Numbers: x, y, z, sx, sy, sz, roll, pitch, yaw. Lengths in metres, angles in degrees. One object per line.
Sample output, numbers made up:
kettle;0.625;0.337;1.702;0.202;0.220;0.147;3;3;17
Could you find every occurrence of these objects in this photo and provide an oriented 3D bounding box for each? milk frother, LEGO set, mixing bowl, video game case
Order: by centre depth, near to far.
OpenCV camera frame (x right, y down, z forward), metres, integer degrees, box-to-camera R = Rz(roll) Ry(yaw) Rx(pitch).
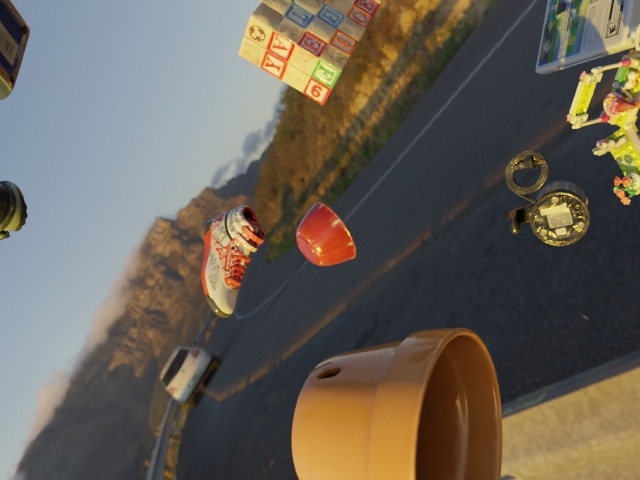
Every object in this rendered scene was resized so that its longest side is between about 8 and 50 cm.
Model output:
LEGO set;0.414;-0.143;0.759;0.132;0.107;0.287;28;131;60
milk frother;0.368;-0.078;0.905;0.134;0.129;0.143;-31;-57;-63
video game case;0.583;-0.546;1.187;0.300;0.036;0.329;-150;67;-77
mixing bowl;0.000;0.000;1.483;0.098;0.181;0.181;-35;-1;-17

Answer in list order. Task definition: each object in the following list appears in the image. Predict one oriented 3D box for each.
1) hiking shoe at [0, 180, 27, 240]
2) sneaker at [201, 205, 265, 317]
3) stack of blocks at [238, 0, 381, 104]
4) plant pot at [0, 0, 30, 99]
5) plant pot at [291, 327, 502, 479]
hiking shoe;-0.582;-0.004;0.796;0.304;0.113;0.132;-36;-21;4
sneaker;-0.205;0.040;1.344;0.144;0.090;0.270;-25;55;24
stack of blocks;-0.001;-0.405;1.004;0.297;0.171;0.087;-64;7;-34
plant pot;-0.773;-0.440;1.185;0.236;0.211;0.236;92;-179;-70
plant pot;0.098;0.261;0.744;0.203;0.291;0.291;-4;44;34
